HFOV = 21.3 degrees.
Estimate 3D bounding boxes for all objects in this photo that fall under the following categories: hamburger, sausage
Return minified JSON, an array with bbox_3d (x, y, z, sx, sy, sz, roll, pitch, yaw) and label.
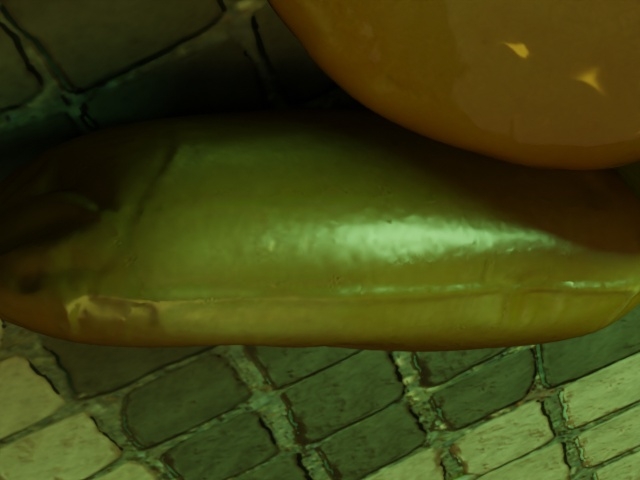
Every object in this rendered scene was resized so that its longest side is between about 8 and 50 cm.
[{"bbox_3d":[0.083,-0.152,0.564,0.246,0.170,0.246,5,120,9],"label":"hamburger"},{"bbox_3d":[0.001,-0.004,0.783,0.354,0.134,0.116,-1,121,-35],"label":"sausage"}]

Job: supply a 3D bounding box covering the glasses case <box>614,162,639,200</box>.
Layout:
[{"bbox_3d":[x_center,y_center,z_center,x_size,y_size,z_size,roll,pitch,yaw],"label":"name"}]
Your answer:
[{"bbox_3d":[0.222,-0.152,0.700,0.173,0.141,0.371,-13,148,-39],"label":"glasses case"}]
